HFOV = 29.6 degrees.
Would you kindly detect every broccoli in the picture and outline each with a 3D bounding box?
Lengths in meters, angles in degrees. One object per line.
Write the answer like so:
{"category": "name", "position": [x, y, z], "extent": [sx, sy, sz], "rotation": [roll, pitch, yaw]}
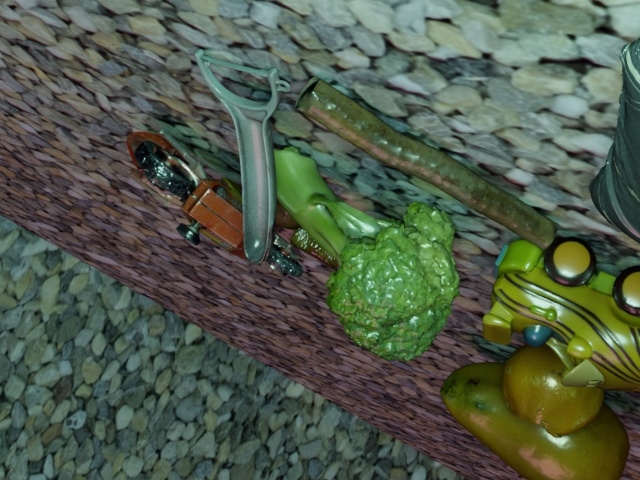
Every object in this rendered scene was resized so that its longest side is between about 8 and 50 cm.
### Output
{"category": "broccoli", "position": [0.075, 0.002, 1.512], "extent": [0.254, 0.186, 0.302], "rotation": [39, -157, -52]}

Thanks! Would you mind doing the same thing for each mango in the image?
{"category": "mango", "position": [0.348, 0.298, 1.974], "extent": [0.317, 0.173, 0.211], "rotation": [28, -170, 13]}

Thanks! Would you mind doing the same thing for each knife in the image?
{"category": "knife", "position": [-0.071, -0.092, 1.413], "extent": [0.123, 0.053, 0.278], "rotation": [22, 135, 31]}

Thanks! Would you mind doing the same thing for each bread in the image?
{"category": "bread", "position": [0.000, 0.000, 1.771], "extent": [0.085, 0.053, 0.085], "rotation": [30, 177, 2]}

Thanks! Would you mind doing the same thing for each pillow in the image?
{"category": "pillow", "position": [0.299, -0.062, 0.971], "extent": [0.161, 0.093, 0.335], "rotation": [26, 165, 15]}

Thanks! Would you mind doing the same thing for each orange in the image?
{"category": "orange", "position": [0.345, 0.224, 1.814], "extent": [0.154, 0.134, 0.155], "rotation": [26, 159, 11]}

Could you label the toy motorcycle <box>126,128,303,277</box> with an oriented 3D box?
{"category": "toy motorcycle", "position": [-0.149, -0.045, 1.716], "extent": [0.298, 0.089, 0.171], "rotation": [38, -170, -20]}

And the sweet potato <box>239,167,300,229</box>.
{"category": "sweet potato", "position": [-0.072, -0.070, 1.650], "extent": [0.065, 0.051, 0.218], "rotation": [22, 165, 27]}

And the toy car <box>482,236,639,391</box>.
{"category": "toy car", "position": [0.308, 0.102, 1.424], "extent": [0.248, 0.142, 0.200], "rotation": [23, 166, 17]}

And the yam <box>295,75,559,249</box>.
{"category": "yam", "position": [0.120, -0.078, 1.315], "extent": [0.327, 0.045, 0.045], "rotation": [29, -165, -15]}
